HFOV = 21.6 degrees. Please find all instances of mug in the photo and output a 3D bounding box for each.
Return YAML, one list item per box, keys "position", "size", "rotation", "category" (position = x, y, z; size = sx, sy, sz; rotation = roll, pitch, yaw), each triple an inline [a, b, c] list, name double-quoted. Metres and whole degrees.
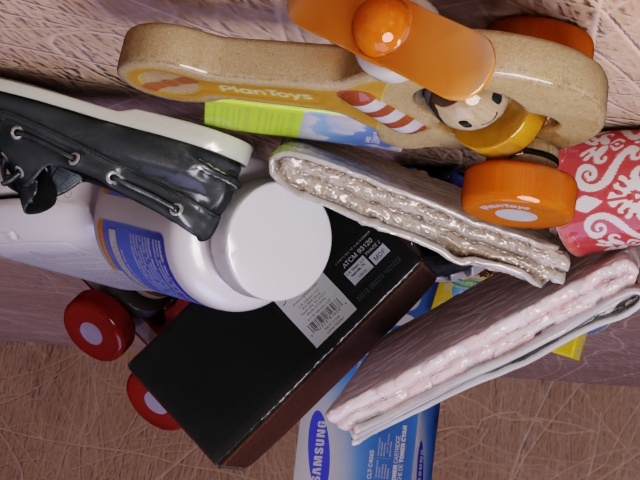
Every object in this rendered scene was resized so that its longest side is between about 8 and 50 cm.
- position: [0.305, -0.060, 1.473]
  size: [0.169, 0.150, 0.113]
  rotation: [-5, 123, 32]
  category: "mug"

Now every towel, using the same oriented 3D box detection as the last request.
- position: [0.089, -0.030, 1.538]
  size: [0.282, 0.049, 0.187]
  rotation: [22, -171, -1]
  category: "towel"
- position: [0.182, 0.076, 1.655]
  size: [0.331, 0.053, 0.317]
  rotation: [-28, -175, 17]
  category: "towel"

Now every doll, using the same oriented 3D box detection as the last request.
- position: [0.129, -0.053, 1.698]
  size: [0.189, 0.046, 0.129]
  rotation: [2, 168, 19]
  category: "doll"

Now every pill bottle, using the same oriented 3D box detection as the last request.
- position: [-0.104, -0.011, 1.645]
  size: [0.152, 0.152, 0.272]
  rotation: [12, 180, -31]
  category: "pill bottle"

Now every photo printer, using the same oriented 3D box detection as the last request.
- position: [-0.253, -0.018, 1.950]
  size: [0.256, 0.107, 0.307]
  rotation: [-3, 166, 40]
  category: "photo printer"

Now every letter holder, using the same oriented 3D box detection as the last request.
- position: [-0.026, 0.096, 1.836]
  size: [0.152, 0.302, 0.214]
  rotation: [46, -178, 17]
  category: "letter holder"

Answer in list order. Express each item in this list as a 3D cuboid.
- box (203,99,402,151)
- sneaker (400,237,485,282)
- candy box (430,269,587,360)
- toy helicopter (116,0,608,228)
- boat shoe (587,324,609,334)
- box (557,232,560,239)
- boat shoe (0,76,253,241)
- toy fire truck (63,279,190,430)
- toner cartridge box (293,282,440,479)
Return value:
- position: [-0.011, -0.115, 1.442]
  size: [0.178, 0.042, 0.109]
  rotation: [7, 171, -3]
  category: "box"
- position: [0.083, 0.024, 1.940]
  size: [0.234, 0.078, 0.106]
  rotation: [-20, 150, -3]
  category: "sneaker"
- position: [0.234, 0.068, 2.018]
  size: [0.205, 0.105, 0.027]
  rotation: [15, 178, 36]
  category: "candy box"
- position: [0.023, -0.115, 1.177]
  size: [0.355, 0.140, 0.235]
  rotation: [6, 168, 13]
  category: "toy helicopter"
- position: [0.337, 0.096, 2.354]
  size: [0.066, 0.066, 0.183]
  rotation: [14, 167, -31]
  category: "boat shoe"
- position: [0.409, 0.018, 1.931]
  size: [0.233, 0.044, 0.159]
  rotation: [13, 168, -33]
  category: "box"
- position: [-0.235, -0.074, 1.528]
  size: [0.340, 0.113, 0.127]
  rotation: [14, 176, 9]
  category: "boat shoe"
- position: [-0.179, 0.086, 2.203]
  size: [0.302, 0.169, 0.254]
  rotation: [47, 135, -3]
  category: "toy fire truck"
- position: [0.068, 0.173, 2.144]
  size: [0.165, 0.348, 0.075]
  rotation: [1, 167, 25]
  category: "toner cartridge box"
